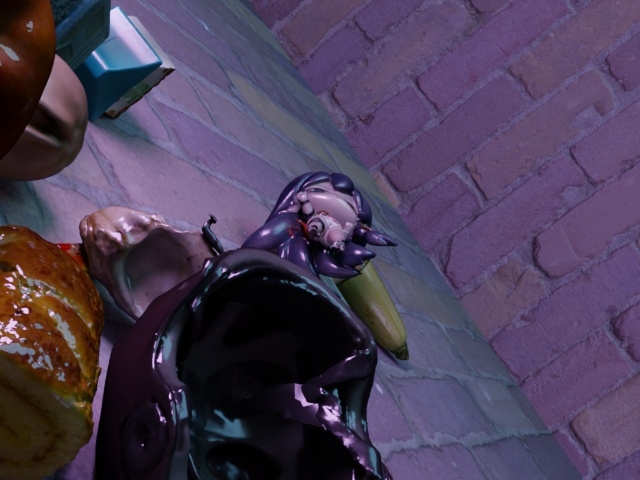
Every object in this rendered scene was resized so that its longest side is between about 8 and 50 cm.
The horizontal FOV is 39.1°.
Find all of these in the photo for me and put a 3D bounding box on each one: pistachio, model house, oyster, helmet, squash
[{"bbox_3d":[-0.308,-0.136,0.829,0.215,0.144,0.144,37,19,-37],"label":"pistachio"},{"bbox_3d":[-0.283,-0.236,1.207,0.100,0.127,0.149,52,9,0],"label":"model house"},{"bbox_3d":[-0.100,0.088,0.890,0.337,0.133,0.198,51,-11,-23],"label":"oyster"},{"bbox_3d":[-0.079,0.161,0.706,0.225,0.177,0.305,34,47,-35],"label":"helmet"},{"bbox_3d":[0.109,0.142,1.709,0.224,0.094,0.094,56,11,-14],"label":"squash"}]

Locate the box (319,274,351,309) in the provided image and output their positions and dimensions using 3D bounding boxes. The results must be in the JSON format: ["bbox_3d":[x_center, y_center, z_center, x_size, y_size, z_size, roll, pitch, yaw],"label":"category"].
[{"bbox_3d":[0.018,0.097,1.612,0.083,0.024,0.054,57,11,27],"label":"box"}]

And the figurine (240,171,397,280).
[{"bbox_3d":[-0.006,-0.009,1.436,0.175,0.197,0.265,51,32,-9],"label":"figurine"}]

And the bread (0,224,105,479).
[{"bbox_3d":[-0.215,0.071,0.634,0.132,0.103,0.172,50,9,-28],"label":"bread"}]

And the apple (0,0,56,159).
[{"bbox_3d":[-0.306,-0.144,0.627,0.234,0.234,0.234,49,13,-15],"label":"apple"}]

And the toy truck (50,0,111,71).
[{"bbox_3d":[-0.307,-0.261,0.926,0.156,0.155,0.279,41,-17,-4],"label":"toy truck"}]

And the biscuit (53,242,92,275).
[{"bbox_3d":[-0.244,0.020,0.862,0.048,0.026,0.292,61,14,7],"label":"biscuit"}]
